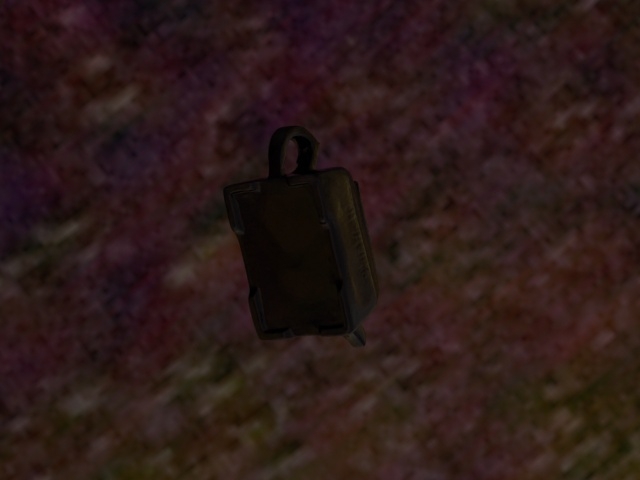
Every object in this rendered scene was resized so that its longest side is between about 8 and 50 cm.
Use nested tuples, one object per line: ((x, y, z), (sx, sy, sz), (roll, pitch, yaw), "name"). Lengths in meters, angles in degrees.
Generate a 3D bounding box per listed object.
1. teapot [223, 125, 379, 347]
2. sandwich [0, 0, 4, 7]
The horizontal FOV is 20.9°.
((0.000, 0.000, 1.272), (0.087, 0.177, 0.096), (-7, -167, 35), "teapot")
((-0.244, -0.090, 0.799), (0.227, 0.155, 0.198), (-61, -175, 15), "sandwich")
